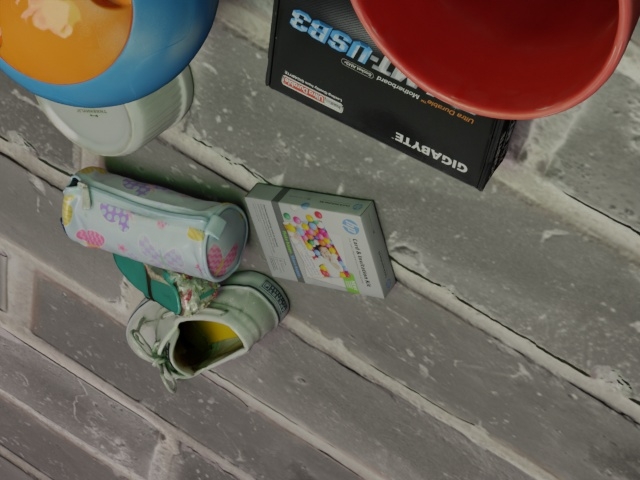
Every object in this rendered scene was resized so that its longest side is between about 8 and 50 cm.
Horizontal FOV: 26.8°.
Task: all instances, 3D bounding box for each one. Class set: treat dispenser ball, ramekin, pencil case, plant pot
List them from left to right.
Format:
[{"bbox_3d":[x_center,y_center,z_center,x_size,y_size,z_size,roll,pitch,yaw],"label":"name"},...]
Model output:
[{"bbox_3d":[-0.255,-0.293,1.499,0.288,0.288,0.288,23,140,20],"label":"treat dispenser ball"},{"bbox_3d":[-0.281,-0.207,1.758,0.207,0.109,0.207,23,141,21],"label":"ramekin"},{"bbox_3d":[-0.237,-0.027,1.903,0.273,0.113,0.124,16,142,27],"label":"pencil case"},{"bbox_3d":[0.186,-0.283,1.174,0.275,0.243,0.275,22,140,20],"label":"plant pot"}]

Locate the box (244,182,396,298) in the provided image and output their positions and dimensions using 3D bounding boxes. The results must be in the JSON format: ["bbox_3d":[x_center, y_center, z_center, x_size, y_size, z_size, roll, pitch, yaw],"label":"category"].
[{"bbox_3d":[0.000,0.000,1.795,0.186,0.038,0.145,10,135,32],"label":"box"}]

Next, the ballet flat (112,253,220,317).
[{"bbox_3d":[-0.226,0.053,1.993,0.241,0.077,0.091,32,134,50],"label":"ballet flat"}]

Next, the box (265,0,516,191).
[{"bbox_3d":[0.089,-0.228,1.459,0.296,0.073,0.293,29,141,14],"label":"box"}]

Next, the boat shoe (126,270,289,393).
[{"bbox_3d":[-0.206,0.158,2.033,0.367,0.156,0.136,-14,118,47],"label":"boat shoe"}]
